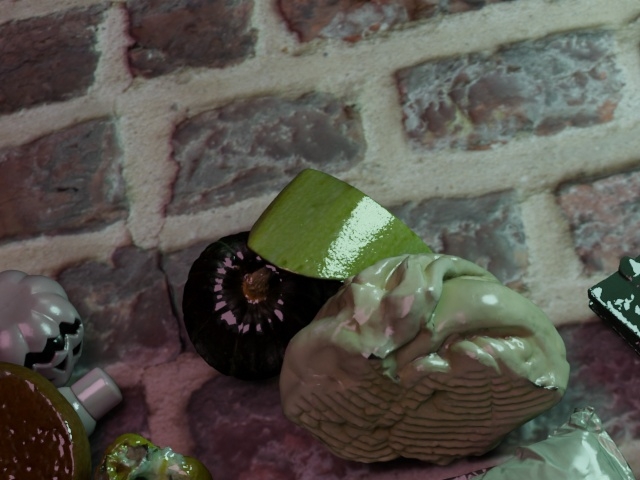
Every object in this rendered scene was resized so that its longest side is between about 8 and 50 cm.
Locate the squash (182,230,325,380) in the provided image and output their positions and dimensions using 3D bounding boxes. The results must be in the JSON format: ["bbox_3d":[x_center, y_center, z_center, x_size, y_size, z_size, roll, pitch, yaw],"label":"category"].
[{"bbox_3d":[-0.087,0.081,1.752,0.193,0.156,0.193,-1,85,8],"label":"squash"}]

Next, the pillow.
[{"bbox_3d":[0.249,0.359,1.503,0.283,0.138,0.310,-28,60,0],"label":"pillow"}]

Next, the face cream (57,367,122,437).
[{"bbox_3d":[-0.375,0.265,1.774,0.269,0.082,0.082,-38,58,-6],"label":"face cream"}]

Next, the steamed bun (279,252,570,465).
[{"bbox_3d":[0.114,0.128,1.615,0.320,0.275,0.206,14,44,-14],"label":"steamed bun"}]

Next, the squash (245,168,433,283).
[{"bbox_3d":[0.000,0.000,1.739,0.237,0.204,0.155,27,77,36],"label":"squash"}]

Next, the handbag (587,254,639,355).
[{"bbox_3d":[0.485,0.068,1.634,0.247,0.079,0.260,-39,58,-8],"label":"handbag"}]

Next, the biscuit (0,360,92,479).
[{"bbox_3d":[-0.420,0.337,1.670,0.314,0.063,0.367,37,91,20],"label":"biscuit"}]

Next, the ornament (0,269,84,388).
[{"bbox_3d":[-0.401,0.133,1.817,0.178,0.177,0.177,-7,60,13],"label":"ornament"}]

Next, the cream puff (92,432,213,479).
[{"bbox_3d":[-0.193,0.356,1.622,0.195,0.194,0.221,-8,49,12],"label":"cream puff"}]
